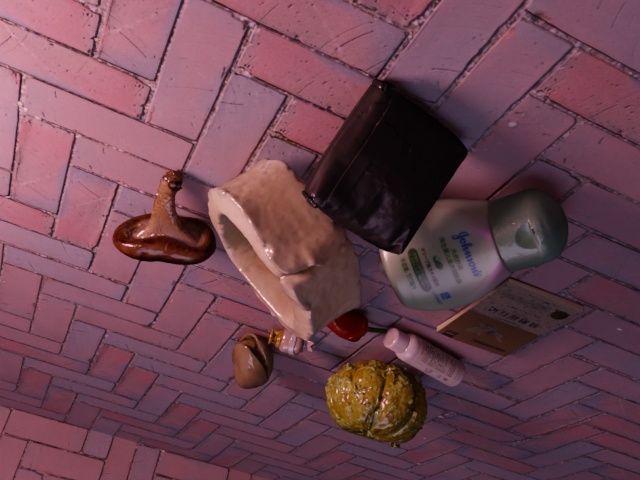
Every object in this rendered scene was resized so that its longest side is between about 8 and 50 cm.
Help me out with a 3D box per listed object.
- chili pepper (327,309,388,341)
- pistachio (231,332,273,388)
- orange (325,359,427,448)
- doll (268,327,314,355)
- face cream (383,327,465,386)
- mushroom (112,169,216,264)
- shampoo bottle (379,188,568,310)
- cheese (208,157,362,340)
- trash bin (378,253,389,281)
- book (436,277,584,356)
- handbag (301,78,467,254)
[{"bbox_3d":[0.056,0.168,1.701,0.137,0.091,0.368,-15,142,14],"label":"chili pepper"},{"bbox_3d":[-0.204,0.359,2.014,0.136,0.135,0.226,9,139,2],"label":"pistachio"},{"bbox_3d":[0.159,0.460,1.978,0.301,0.223,0.300,15,150,3],"label":"orange"},{"bbox_3d":[-0.081,0.286,1.927,0.127,0.073,0.084,16,178,-1],"label":"doll"},{"bbox_3d":[0.281,0.314,1.855,0.269,0.082,0.082,32,140,-27],"label":"face cream"},{"bbox_3d":[-0.340,-0.061,1.465,0.227,0.148,0.217,1,127,-3],"label":"mushroom"},{"bbox_3d":[0.303,0.009,1.327,0.350,0.151,0.221,-19,97,25],"label":"shampoo bottle"},{"bbox_3d":[-0.067,0.019,1.299,0.332,0.153,0.292,48,160,17],"label":"cheese"},{"bbox_3d":[0.213,0.060,1.525,0.130,0.059,0.116,-11,139,30],"label":"trash bin"},{"bbox_3d":[0.463,0.199,1.693,0.217,0.021,0.310,20,144,-15],"label":"book"},{"bbox_3d":[0.115,-0.119,1.164,0.223,0.080,0.247,30,96,-30],"label":"handbag"}]
